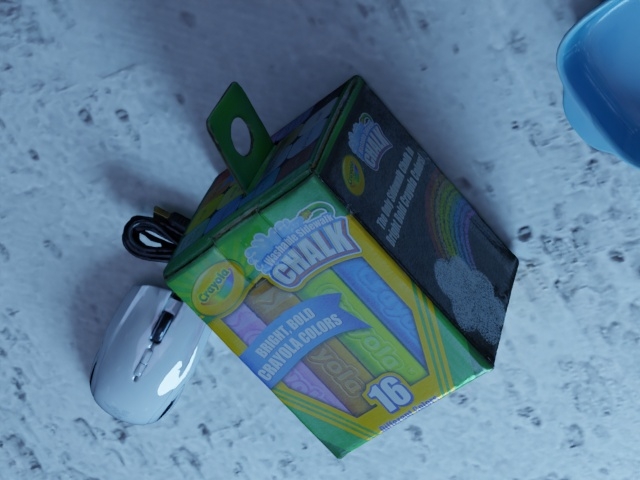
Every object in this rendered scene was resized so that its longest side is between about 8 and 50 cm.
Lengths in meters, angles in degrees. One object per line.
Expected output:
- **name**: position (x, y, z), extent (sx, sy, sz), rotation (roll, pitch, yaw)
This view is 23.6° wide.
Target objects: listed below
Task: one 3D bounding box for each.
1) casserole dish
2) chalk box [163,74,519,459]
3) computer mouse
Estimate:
- **casserole dish**: position (0.223, -0.116, 0.865), extent (0.188, 0.037, 0.114), rotation (-31, 109, 29)
- **chalk box**: position (0.000, 0.000, 0.939), extent (0.132, 0.132, 0.213), rotation (-35, 106, 30)
- **computer mouse**: position (-0.111, 0.068, 1.062), extent (0.106, 0.042, 0.193), rotation (26, 124, -3)
